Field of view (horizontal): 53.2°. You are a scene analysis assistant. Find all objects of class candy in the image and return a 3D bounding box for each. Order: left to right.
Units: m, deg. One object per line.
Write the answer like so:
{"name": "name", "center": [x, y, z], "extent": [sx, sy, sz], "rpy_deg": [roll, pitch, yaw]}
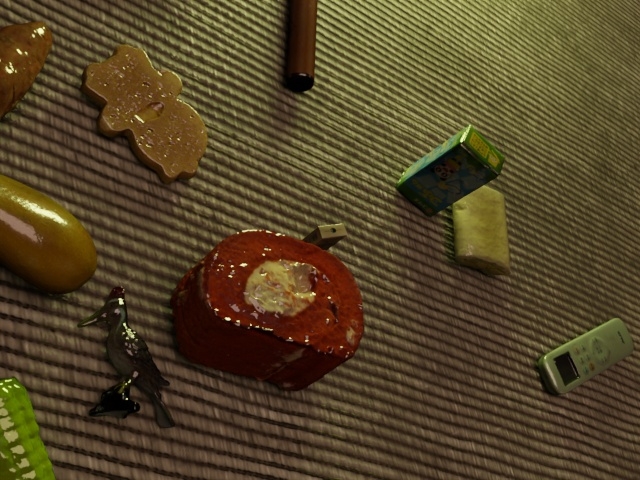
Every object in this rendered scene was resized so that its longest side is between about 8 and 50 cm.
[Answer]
{"name": "candy", "center": [-0.350, 0.257, 0.721], "extent": [0.096, 0.096, 0.210], "rpy_deg": [-24, 87, -37]}
{"name": "candy", "center": [0.240, -0.127, 1.200], "extent": [0.097, 0.194, 0.062], "rpy_deg": [38, 54, -14]}

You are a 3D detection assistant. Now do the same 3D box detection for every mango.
{"name": "mango", "center": [-0.377, -0.019, 0.787], "extent": [0.099, 0.136, 0.227], "rpy_deg": [-49, 122, 2]}

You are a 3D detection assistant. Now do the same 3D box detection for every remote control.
{"name": "remote control", "center": [0.567, 0.243, 1.359], "extent": [0.309, 0.038, 0.090], "rpy_deg": [-13, 78, -36]}

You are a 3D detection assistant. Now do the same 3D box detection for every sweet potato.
{"name": "sweet potato", "center": [-0.441, -0.218, 0.856], "extent": [0.097, 0.097, 0.252], "rpy_deg": [36, 57, -16]}

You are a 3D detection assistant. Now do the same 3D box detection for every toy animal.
{"name": "toy animal", "center": [-0.257, 0.157, 0.852], "extent": [0.105, 0.070, 0.203], "rpy_deg": [-1, 66, -45]}

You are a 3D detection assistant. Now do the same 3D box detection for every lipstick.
{"name": "lipstick", "center": [-0.033, -0.448, 1.244], "extent": [0.057, 0.057, 0.357], "rpy_deg": [15, 64, -27]}

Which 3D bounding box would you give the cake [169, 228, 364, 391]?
{"name": "cake", "center": [-0.072, 0.099, 0.937], "extent": [0.282, 0.151, 0.177], "rpy_deg": [21, 49, -25]}

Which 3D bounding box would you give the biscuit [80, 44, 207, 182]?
{"name": "biscuit", "center": [-0.265, -0.195, 1.000], "extent": [0.225, 0.036, 0.166], "rpy_deg": [47, 53, -11]}

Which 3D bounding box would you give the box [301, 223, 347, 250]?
{"name": "box", "center": [0.000, 0.000, 1.060], "extent": [0.053, 0.083, 0.024], "rpy_deg": [-8, 70, -34]}

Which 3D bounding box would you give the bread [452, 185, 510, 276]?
{"name": "bread", "center": [0.322, -0.026, 1.296], "extent": [0.139, 0.060, 0.178], "rpy_deg": [19, 61, -27]}
